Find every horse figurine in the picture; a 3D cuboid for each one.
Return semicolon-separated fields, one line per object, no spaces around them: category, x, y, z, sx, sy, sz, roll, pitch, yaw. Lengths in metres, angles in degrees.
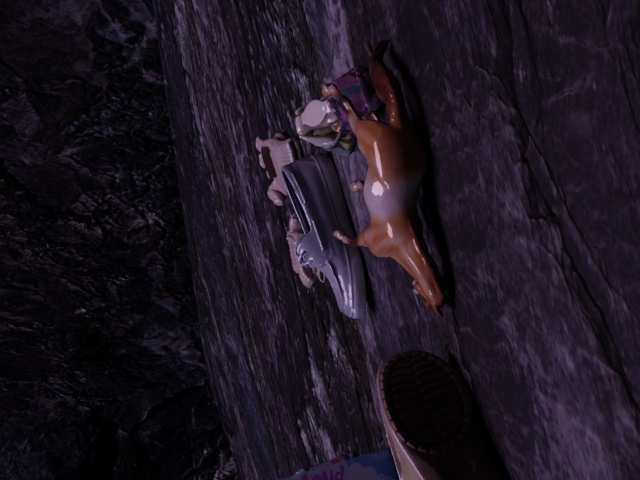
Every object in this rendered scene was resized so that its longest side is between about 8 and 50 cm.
horse figurine;0.066;-0.066;1.434;0.174;0.066;0.263;38;137;54

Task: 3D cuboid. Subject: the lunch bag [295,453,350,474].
lunch bag;0.040;0.496;2.209;0.224;0.108;0.279;-118;17;-52

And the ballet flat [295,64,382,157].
ballet flat;0.014;-0.143;1.588;0.221;0.079;0.077;130;126;-77

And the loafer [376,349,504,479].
loafer;0.126;0.234;1.441;0.092;0.102;0.268;98;156;-49

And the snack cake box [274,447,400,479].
snack cake box;-0.011;0.398;1.918;0.089;0.264;0.152;105;149;-68

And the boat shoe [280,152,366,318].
boat shoe;0.000;-0.001;1.837;0.079;0.081;0.227;123;133;-76

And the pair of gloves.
pair of gloves;-0.046;-0.045;2.131;0.204;0.042;0.240;-148;44;-75
